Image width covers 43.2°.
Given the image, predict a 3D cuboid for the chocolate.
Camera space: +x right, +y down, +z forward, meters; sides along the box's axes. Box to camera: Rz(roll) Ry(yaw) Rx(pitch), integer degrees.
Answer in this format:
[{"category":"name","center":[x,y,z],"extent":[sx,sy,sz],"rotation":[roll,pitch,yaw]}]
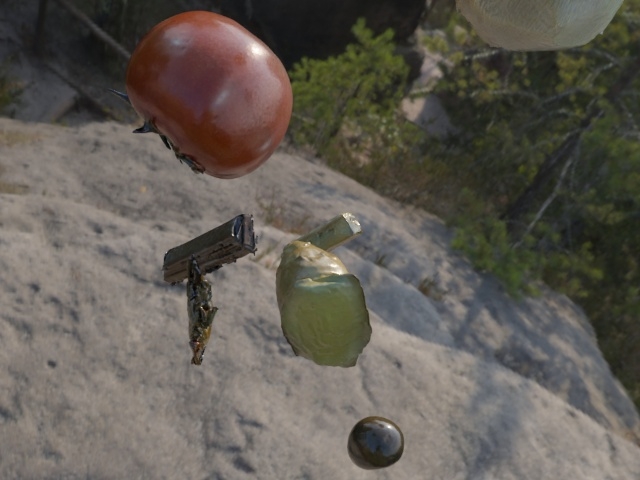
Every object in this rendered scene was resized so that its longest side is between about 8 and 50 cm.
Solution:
[{"category":"chocolate","center":[-0.261,0.022,1.828],"extent":[0.065,0.329,0.102],"rotation":[18,63,-40]}]

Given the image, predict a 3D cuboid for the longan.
[{"category":"longan","center":[0.101,0.372,1.467],"extent":[0.113,0.113,0.092],"rotation":[19,30,-9]}]

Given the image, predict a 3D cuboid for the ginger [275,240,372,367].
[{"category":"ginger","center":[-0.002,0.088,1.085],"extent":[0.115,0.193,0.122],"rotation":[-13,42,-6]}]

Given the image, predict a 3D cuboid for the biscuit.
[{"category":"biscuit","center":[0.000,0.000,1.644],"extent":[0.052,0.188,0.056],"rotation":[-12,77,-53]}]

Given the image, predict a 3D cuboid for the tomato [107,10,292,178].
[{"category":"tomato","center":[-0.167,-0.217,1.219],"extent":[0.256,0.256,0.224],"rotation":[40,91,9]}]

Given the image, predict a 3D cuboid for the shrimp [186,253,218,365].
[{"category":"shrimp","center":[-0.238,0.147,1.629],"extent":[0.066,0.262,0.117],"rotation":[-5,45,-8]}]

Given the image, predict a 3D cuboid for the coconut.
[{"category":"coconut","center":[0.414,-0.516,1.511],"extent":[0.347,0.360,0.346],"rotation":[17,31,-11]}]
